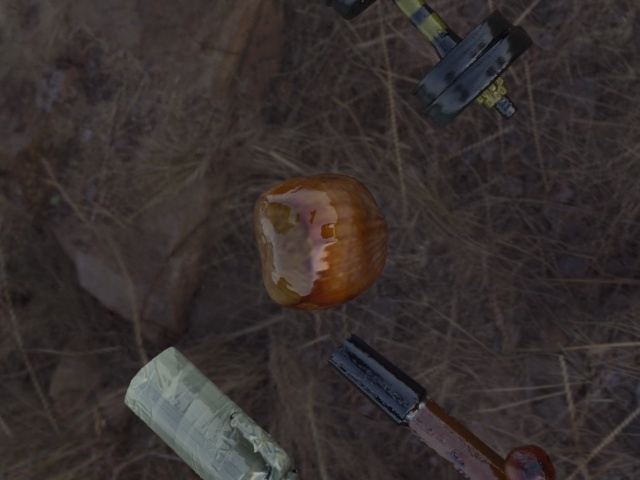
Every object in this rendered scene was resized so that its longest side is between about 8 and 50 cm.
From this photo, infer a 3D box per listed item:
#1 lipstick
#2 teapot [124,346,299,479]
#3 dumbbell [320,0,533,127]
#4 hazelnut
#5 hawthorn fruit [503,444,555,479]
[{"bbox_3d":[0.187,0.300,1.486,0.418,0.077,0.077,39,104,11],"label":"lipstick"},{"bbox_3d":[-0.110,0.201,1.003,0.200,0.077,0.107,41,136,10],"label":"teapot"},{"bbox_3d":[0.144,-0.322,1.340,0.185,0.185,0.388,-42,92,21],"label":"dumbbell"},{"bbox_3d":[0.000,0.000,1.038,0.150,0.150,0.150,-10,72,35],"label":"hazelnut"},{"bbox_3d":[0.307,0.335,1.368,0.077,0.077,0.077,-10,72,35],"label":"hawthorn fruit"}]
